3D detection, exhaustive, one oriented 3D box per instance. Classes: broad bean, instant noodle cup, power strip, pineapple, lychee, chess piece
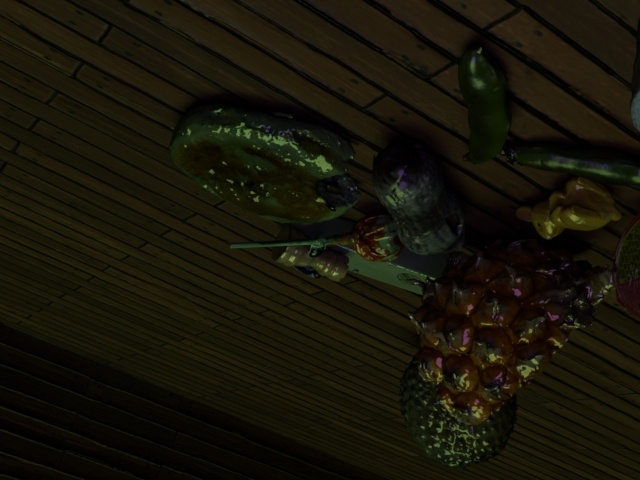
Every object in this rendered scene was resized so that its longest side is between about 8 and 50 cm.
[{"bbox_3d":[0.201,-0.156,1.102,0.065,0.046,0.254,22,161,20],"label":"broad bean"},{"bbox_3d":[0.526,0.059,1.224,0.193,0.193,0.212,-5,157,40],"label":"instant noodle cup"},{"bbox_3d":[0.118,0.032,1.558,0.385,0.062,0.091,18,156,-3],"label":"power strip"},{"bbox_3d":[0.274,0.060,1.330,0.209,0.344,0.286,37,138,-4],"label":"pineapple"},{"bbox_3d":[0.373,-0.091,1.141,0.297,0.043,0.060,13,168,10],"label":"broad bean"},{"bbox_3d":[0.289,0.349,1.923,0.255,0.255,0.274,-13,128,49],"label":"lychee"},{"bbox_3d":[-0.014,0.027,1.491,0.122,0.066,0.066,24,156,-21],"label":"chess piece"}]

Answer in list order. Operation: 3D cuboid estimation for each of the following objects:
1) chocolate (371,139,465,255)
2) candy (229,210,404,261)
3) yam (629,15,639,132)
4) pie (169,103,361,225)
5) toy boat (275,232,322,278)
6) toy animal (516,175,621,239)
[{"bbox_3d":[0.141,-0.056,1.292,0.110,0.110,0.248,5,151,25],"label":"chocolate"},{"bbox_3d":[0.000,0.001,1.427,0.287,0.078,0.084,-4,-167,-14],"label":"candy"},{"bbox_3d":[0.325,-0.184,0.774,0.107,0.194,0.107,14,160,5],"label":"yam"},{"bbox_3d":[-0.084,-0.112,1.363,0.302,0.067,0.302,14,156,6],"label":"pie"},{"bbox_3d":[-0.028,0.027,1.643,0.061,0.060,0.137,25,164,41],"label":"toy boat"},{"bbox_3d":[0.335,-0.037,1.262,0.083,0.070,0.159,24,161,-22],"label":"toy animal"}]
